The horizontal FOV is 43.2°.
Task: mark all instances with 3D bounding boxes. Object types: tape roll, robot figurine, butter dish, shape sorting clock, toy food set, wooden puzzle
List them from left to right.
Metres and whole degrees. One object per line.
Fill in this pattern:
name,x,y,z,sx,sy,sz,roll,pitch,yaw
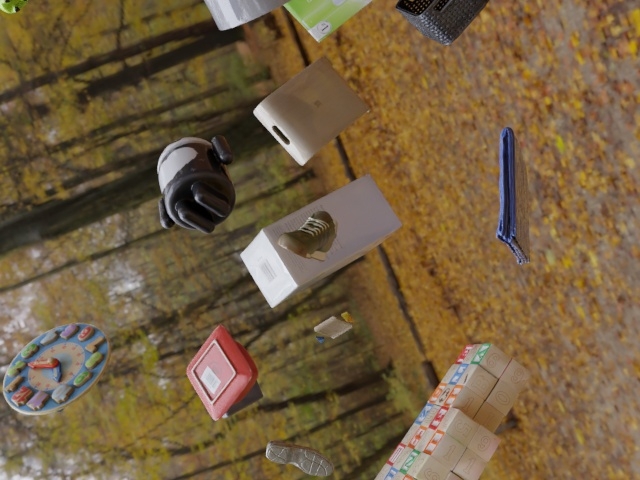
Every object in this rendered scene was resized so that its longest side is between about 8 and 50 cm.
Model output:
shape sorting clock,-0.481,0.228,1.471,0.206,0.206,0.040,-113,0,-46
robot figurine,-0.304,-0.137,1.958,0.278,0.209,0.173,-116,13,-50
butter dish,-0.198,0.294,1.800,0.118,0.160,0.160,13,-149,-51
tape roll,-0.102,-0.460,1.451,0.072,0.219,0.219,62,-179,-22
toy food set,-0.021,-0.393,2.440,0.219,0.306,0.092,48,157,0
wooden puzzle,0.032,0.207,1.937,0.078,0.116,0.014,38,-151,-46

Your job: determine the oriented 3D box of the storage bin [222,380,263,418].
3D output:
storage bin,-0.208,0.373,1.994,0.091,0.135,0.098,61,156,6

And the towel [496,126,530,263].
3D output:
towel,0.423,-0.087,1.762,0.336,0.040,0.243,29,-118,-68

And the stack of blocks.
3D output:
stack of blocks,0.222,0.314,1.329,0.087,0.297,0.171,37,168,-3

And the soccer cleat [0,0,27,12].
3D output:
soccer cleat,-0.546,-0.505,1.538,0.072,0.179,0.060,41,172,43

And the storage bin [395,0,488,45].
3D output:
storage bin,0.230,-0.454,1.538,0.084,0.122,0.180,38,-169,-23

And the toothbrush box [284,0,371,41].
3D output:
toothbrush box,0.035,-0.605,1.740,0.206,0.283,0.122,42,-153,-32

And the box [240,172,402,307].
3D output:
box,0.000,0.000,2.079,0.168,0.345,0.215,58,152,6

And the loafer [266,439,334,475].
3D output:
loafer,-0.036,0.382,1.439,0.039,0.125,0.045,-100,30,-75

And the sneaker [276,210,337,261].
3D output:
sneaker,-0.016,-0.016,1.413,0.064,0.086,0.192,28,-177,16
